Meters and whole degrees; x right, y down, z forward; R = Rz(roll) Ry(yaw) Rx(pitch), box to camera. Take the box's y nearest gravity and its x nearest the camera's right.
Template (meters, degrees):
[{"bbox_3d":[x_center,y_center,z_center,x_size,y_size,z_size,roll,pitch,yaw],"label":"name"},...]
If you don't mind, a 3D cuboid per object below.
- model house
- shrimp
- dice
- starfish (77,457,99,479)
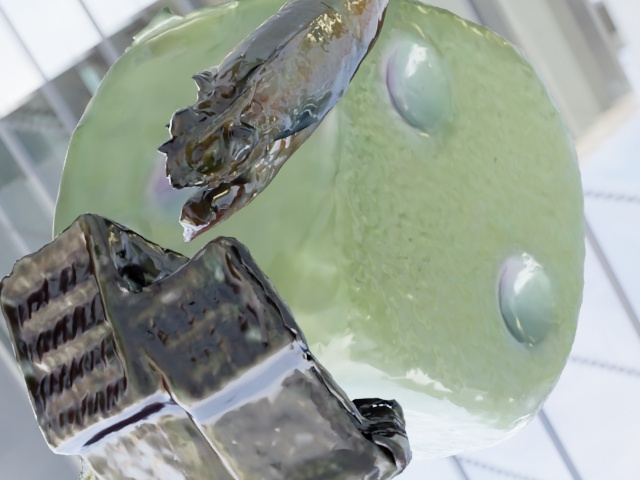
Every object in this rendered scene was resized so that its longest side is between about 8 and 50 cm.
[{"bbox_3d":[-0.048,0.048,0.790,0.165,0.152,0.106,-31,-170,42],"label":"model house"},{"bbox_3d":[-0.028,-0.051,0.909,0.143,0.052,0.251,-60,169,26],"label":"shrimp"},{"bbox_3d":[0.000,0.000,1.222,0.252,0.254,0.250,-13,-111,40],"label":"dice"},{"bbox_3d":[-0.169,0.162,1.093,0.176,0.053,0.208,-28,171,0],"label":"starfish"}]
